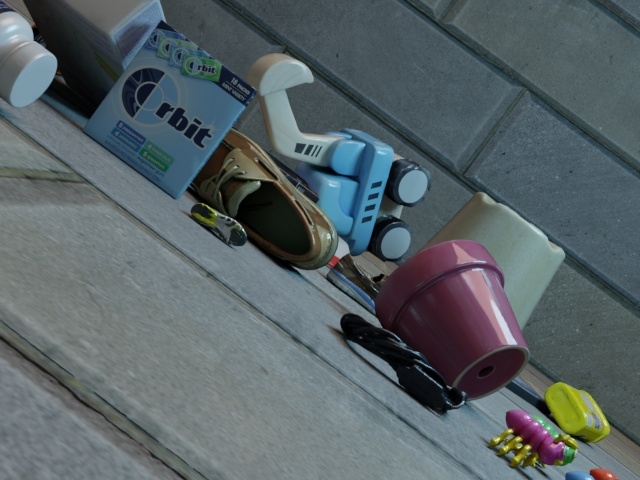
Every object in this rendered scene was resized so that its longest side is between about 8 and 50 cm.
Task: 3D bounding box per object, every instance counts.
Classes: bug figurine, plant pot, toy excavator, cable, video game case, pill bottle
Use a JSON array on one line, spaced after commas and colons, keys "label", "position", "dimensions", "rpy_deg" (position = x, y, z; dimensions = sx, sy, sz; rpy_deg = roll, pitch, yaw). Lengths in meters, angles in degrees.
[{"label": "bug figurine", "position": [0.329, 0.298, 1.095], "dimensions": [0.216, 0.072, 0.279], "rpy_deg": [39, 5, 27]}, {"label": "plant pot", "position": [0.208, 0.129, 1.266], "dimensions": [0.201, 0.201, 0.180], "rpy_deg": [32, 23, -50]}, {"label": "toy excavator", "position": [0.016, -0.176, 1.933], "dimensions": [0.445, 0.432, 0.222], "rpy_deg": [3, 20, -31]}, {"label": "cable", "position": [0.105, 0.147, 1.082], "dimensions": [0.184, 0.047, 0.150], "rpy_deg": [36, 4, 2]}, {"label": "plant pot", "position": [0.320, 0.084, 1.740], "dimensions": [0.334, 0.305, 0.334], "rpy_deg": [37, 4, -3]}, {"label": "video game case", "position": [0.421, 0.305, 2.057], "dimensions": [0.196, 0.026, 0.274], "rpy_deg": [34, 6, -29]}, {"label": "pill bottle", "position": [-0.365, -0.216, 0.895], "dimensions": [0.169, 0.094, 0.094], "rpy_deg": [37, 4, 5]}]

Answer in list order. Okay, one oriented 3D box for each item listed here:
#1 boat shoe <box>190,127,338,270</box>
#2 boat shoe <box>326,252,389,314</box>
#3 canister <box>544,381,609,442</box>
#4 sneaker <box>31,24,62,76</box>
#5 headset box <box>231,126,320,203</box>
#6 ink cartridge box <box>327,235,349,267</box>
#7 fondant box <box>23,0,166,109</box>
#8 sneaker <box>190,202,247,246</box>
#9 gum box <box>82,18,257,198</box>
[{"label": "boat shoe", "position": [-0.110, -0.078, 1.297], "dimensions": [0.324, 0.122, 0.120], "rpy_deg": [37, 7, 9]}, {"label": "boat shoe", "position": [0.101, 0.092, 1.497], "dimensions": [0.183, 0.066, 0.066], "rpy_deg": [36, 5, -13]}, {"label": "canister", "position": [0.592, 0.398, 1.973], "dimensions": [0.170, 0.073, 0.126], "rpy_deg": [29, 29, -51]}, {"label": "sneaker", "position": [-0.433, -0.391, 1.468], "dimensions": [0.125, 0.180, 0.321], "rpy_deg": [39, -22, 14]}, {"label": "headset box", "position": [-0.161, -0.140, 1.583], "dimensions": [0.293, 0.110, 0.218], "rpy_deg": [36, 5, -15]}, {"label": "ink cartridge box", "position": [0.000, 0.000, 1.778], "dimensions": [0.181, 0.056, 0.225], "rpy_deg": [33, 4, -38]}, {"label": "fondant box", "position": [-0.328, -0.297, 1.304], "dimensions": [0.238, 0.096, 0.330], "rpy_deg": [38, -17, 18]}, {"label": "sneaker", "position": [-0.130, -0.023, 1.117], "dimensions": [0.083, 0.031, 0.035], "rpy_deg": [37, 4, -1]}, {"label": "gum box", "position": [-0.203, -0.176, 1.156], "dimensions": [0.157, 0.184, 0.041], "rpy_deg": [36, 5, -5]}]
